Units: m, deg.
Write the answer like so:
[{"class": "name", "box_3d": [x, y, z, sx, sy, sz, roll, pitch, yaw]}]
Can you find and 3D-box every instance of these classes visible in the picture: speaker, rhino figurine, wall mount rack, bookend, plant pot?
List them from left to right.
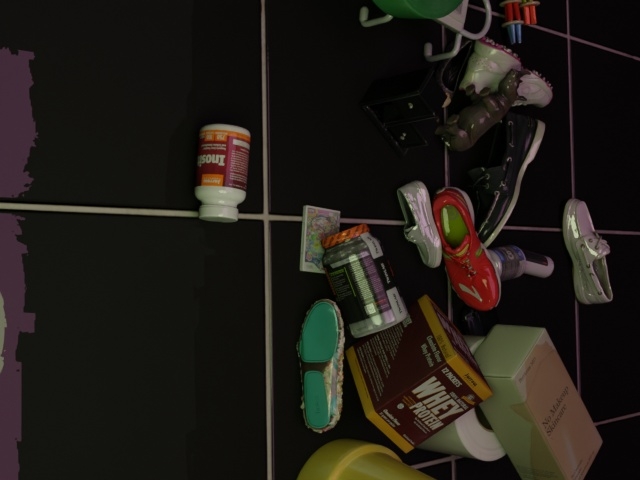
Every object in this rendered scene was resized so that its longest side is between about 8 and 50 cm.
[{"class": "plant pot", "box_3d": [0.112, 0.494, 1.537, 0.254, 0.239, 0.253, 2, 87, -41]}, {"class": "bookend", "box_3d": [0.187, -0.248, 1.702, 0.157, 0.156, 0.072, 48, 58, -30]}, {"class": "wall mount rack", "box_3d": [0.203, -0.546, 1.762, 0.350, 0.131, 0.303, 16, 80, -40]}, {"class": "rhino figurine", "box_3d": [0.351, -0.284, 1.849, 0.243, 0.073, 0.106, -39, 130, -1]}, {"class": "speaker", "box_3d": [0.485, 0.052, 2.022, 0.136, 0.055, 0.055, 14, 78, -41]}]

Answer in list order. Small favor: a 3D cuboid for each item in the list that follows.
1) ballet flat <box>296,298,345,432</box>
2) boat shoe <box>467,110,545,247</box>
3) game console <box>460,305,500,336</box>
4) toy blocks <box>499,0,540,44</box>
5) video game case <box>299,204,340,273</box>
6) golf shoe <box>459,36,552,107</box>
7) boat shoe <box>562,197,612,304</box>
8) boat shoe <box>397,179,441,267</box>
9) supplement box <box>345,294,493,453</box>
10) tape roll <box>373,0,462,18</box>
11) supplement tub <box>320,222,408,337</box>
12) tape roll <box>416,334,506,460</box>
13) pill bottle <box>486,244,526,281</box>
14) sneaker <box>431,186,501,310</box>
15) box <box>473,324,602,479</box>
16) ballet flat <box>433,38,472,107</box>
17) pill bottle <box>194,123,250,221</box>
[{"class": "ballet flat", "box_3d": [0.004, 0.226, 1.575, 0.077, 0.091, 0.240, 11, 84, -72]}, {"class": "boat shoe", "box_3d": [0.381, -0.142, 1.905, 0.113, 0.127, 0.340, 29, 78, -8]}, {"class": "game console", "box_3d": [0.401, 0.297, 1.941, 0.213, 0.044, 0.361, -28, 107, -41]}, {"class": "toy blocks", "box_3d": [0.472, -0.537, 2.044, 0.123, 0.054, 0.148, -8, 93, -42]}, {"class": "video game case", "box_3d": [0.000, 0.000, 1.616, 0.087, 0.011, 0.121, 8, 82, -42]}, {"class": "golf shoe", "box_3d": [0.417, -0.349, 1.967, 0.306, 0.115, 0.140, 20, 104, -46]}, {"class": "boat shoe", "box_3d": [0.681, 0.025, 2.171, 0.098, 0.096, 0.276, -23, 103, -40]}, {"class": "boat shoe", "box_3d": [0.198, -0.028, 1.766, 0.063, 0.066, 0.184, -18, 106, -21]}, {"class": "supplement box", "box_3d": [0.176, 0.241, 1.586, 0.194, 0.191, 0.129, -37, 121, 11]}, {"class": "tape roll", "box_3d": [0.182, -0.564, 1.561, 0.321, 0.077, 0.321, -19, 115, -47]}, {"class": "supplement tub", "box_3d": [0.075, 0.071, 1.580, 0.117, 0.117, 0.190, -20, 90, -41]}, {"class": "tape roll", "box_3d": [0.282, 0.311, 1.747, 0.246, 0.169, 0.246, 2, 87, -41]}, {"class": "pill bottle", "box_3d": [0.385, 0.054, 1.915, 0.137, 0.078, 0.078, -8, 93, -43]}, {"class": "sneaker", "box_3d": [0.289, 0.026, 1.793, 0.278, 0.107, 0.118, 67, 18, -5]}, {"class": "box", "box_3d": [0.410, 0.323, 1.666, 0.148, 0.121, 0.311, -49, 119, -32]}, {"class": "ballet flat", "box_3d": [0.282, -0.364, 1.865, 0.057, 0.049, 0.173, 32, 67, -36]}, {"class": "pill bottle", "box_3d": [-0.162, -0.109, 1.425, 0.086, 0.086, 0.151, 9, 81, -41]}]
